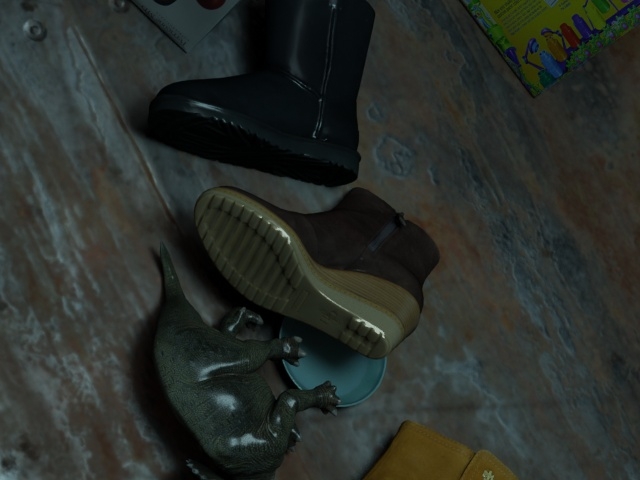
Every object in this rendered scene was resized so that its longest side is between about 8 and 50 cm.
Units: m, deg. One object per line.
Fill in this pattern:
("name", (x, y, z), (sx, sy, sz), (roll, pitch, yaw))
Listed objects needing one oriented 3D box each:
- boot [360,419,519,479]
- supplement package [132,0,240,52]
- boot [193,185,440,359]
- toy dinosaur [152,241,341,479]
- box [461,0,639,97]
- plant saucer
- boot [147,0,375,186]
("boot", (0.154, 0.323, 1.867), (0.295, 0.104, 0.211), (40, 58, -4))
("supplement package", (-0.122, -0.332, 1.917), (0.194, 0.203, 0.149), (43, 58, -6))
("boot", (0.000, 0.000, 1.918), (0.248, 0.090, 0.207), (38, 31, -6))
("toy dinosaur", (-0.088, 0.138, 1.802), (0.160, 0.121, 0.313), (-16, 83, -45))
("box", (0.274, -0.356, 2.085), (0.177, 0.290, 0.279), (-38, 92, -33))
("plant saucer", (0.009, 0.110, 1.921), (0.119, 0.021, 0.119), (11, 66, -24))
("boot", (-0.057, -0.180, 1.954), (0.246, 0.094, 0.207), (15, 68, -30))
